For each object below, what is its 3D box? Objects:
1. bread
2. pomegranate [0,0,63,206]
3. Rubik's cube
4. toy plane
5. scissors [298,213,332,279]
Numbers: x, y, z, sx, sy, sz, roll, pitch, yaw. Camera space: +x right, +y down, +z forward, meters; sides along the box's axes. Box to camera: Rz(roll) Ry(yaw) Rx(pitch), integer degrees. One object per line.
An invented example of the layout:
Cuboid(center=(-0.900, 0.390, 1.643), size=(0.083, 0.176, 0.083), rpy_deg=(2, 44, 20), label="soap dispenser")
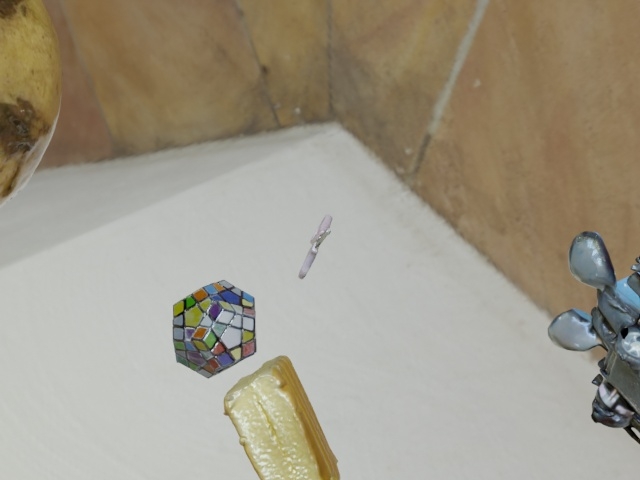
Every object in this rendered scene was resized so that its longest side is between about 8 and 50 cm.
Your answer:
Cuboid(center=(-0.054, 0.319, 1.661), size=(0.246, 0.111, 0.239), rpy_deg=(64, -178, 2), label="bread")
Cuboid(center=(-0.383, -0.136, 0.910), size=(0.322, 0.322, 0.322), rpy_deg=(31, 135, 38), label="pomegranate")
Cuboid(center=(-0.119, 0.099, 1.180), size=(0.093, 0.111, 0.111), rpy_deg=(18, 127, 57), label="Rubik's cube")
Cuboid(center=(0.231, 0.110, 0.664), size=(0.169, 0.078, 0.246), rpy_deg=(93, 158, -47), label="toy plane")
Cuboid(center=(0.000, 0.000, 1.411), size=(0.015, 0.100, 0.189), rpy_deg=(25, 170, -4), label="scissors")
